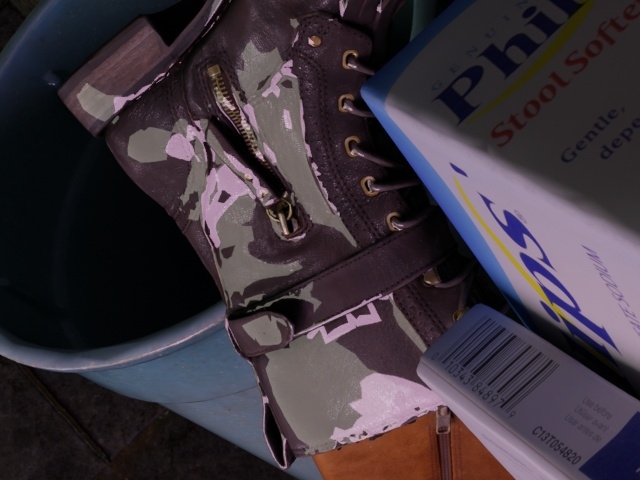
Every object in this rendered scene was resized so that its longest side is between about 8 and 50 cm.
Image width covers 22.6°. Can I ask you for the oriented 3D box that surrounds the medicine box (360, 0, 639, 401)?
[{"bbox_3d":[0.193,0.026,0.570,0.263,0.149,0.289,52,171,-33],"label":"medicine box"}]

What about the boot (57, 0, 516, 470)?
[{"bbox_3d":[0.027,-0.033,0.707,0.229,0.263,0.091,55,-147,-4],"label":"boot"}]

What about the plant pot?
[{"bbox_3d":[0.000,0.000,1.009,0.341,0.341,0.334,41,178,46],"label":"plant pot"}]

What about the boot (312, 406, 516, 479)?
[{"bbox_3d":[0.016,0.167,0.910,0.280,0.264,0.096,76,-175,-58],"label":"boot"}]

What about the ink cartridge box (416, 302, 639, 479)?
[{"bbox_3d":[0.156,0.138,0.607,0.224,0.045,0.223,49,174,-25],"label":"ink cartridge box"}]
